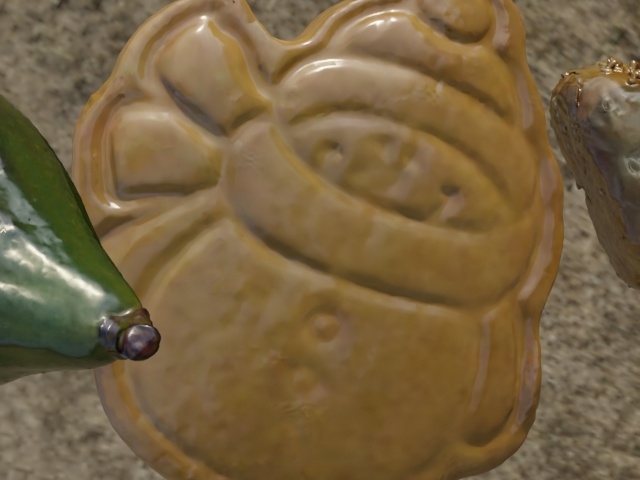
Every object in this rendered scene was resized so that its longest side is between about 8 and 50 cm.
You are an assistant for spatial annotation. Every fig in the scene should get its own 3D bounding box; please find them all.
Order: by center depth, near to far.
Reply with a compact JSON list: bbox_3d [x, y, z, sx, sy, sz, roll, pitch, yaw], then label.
[{"bbox_3d":[-0.124,0.010,0.542,0.177,0.117,0.117,31,95,23],"label":"fig"}]

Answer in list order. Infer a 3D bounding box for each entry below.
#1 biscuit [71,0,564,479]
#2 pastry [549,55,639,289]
[{"bbox_3d":[0.000,0.000,0.920,0.057,0.312,0.351,-153,72,-72],"label":"biscuit"},{"bbox_3d":[0.416,-0.093,2.008,0.162,0.255,0.311,-24,87,1],"label":"pastry"}]
